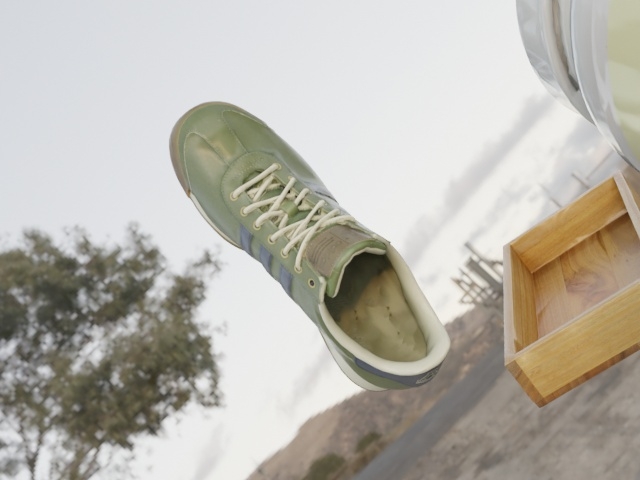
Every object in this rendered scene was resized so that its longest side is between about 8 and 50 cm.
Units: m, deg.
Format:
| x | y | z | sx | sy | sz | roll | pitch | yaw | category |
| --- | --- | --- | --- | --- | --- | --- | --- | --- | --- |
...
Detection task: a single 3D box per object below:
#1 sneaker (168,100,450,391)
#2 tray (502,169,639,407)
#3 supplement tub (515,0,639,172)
| x | y | z | sx | sy | sz | roll | pitch | yaw | category |
| --- | --- | --- | --- | --- | --- | --- | --- | --- | --- |
| 0.000 | 0.000 | 0.518 | 0.064 | 0.192 | 0.086 | -41 | 7 | -16 | sneaker |
| 0.337 | 0.045 | 1.274 | 0.203 | 0.076 | 0.411 | -36 | 9 | 19 | tray |
| 0.266 | -0.104 | 0.452 | 0.235 | 0.325 | 0.235 | -12 | -63 | -24 | supplement tub |
